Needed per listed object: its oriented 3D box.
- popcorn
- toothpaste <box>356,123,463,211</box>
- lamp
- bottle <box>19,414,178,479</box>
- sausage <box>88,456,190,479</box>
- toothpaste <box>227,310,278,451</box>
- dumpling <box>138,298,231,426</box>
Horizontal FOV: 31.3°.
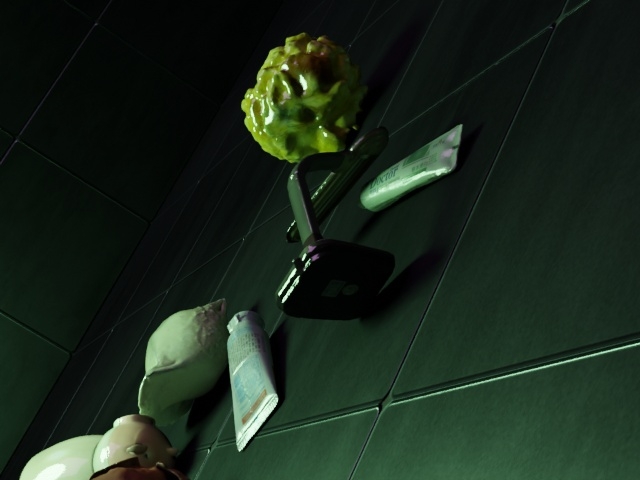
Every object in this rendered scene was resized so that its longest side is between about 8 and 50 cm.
[{"bbox_3d":[-0.022,-0.232,1.906,0.218,0.189,0.169,-59,5,16],"label":"popcorn"},{"bbox_3d":[0.106,-0.078,1.394,0.218,0.041,0.064,-30,40,56],"label":"toothpaste"},{"bbox_3d":[-0.006,-0.004,1.364,0.283,0.124,0.203,-89,24,-50],"label":"lamp"},{"bbox_3d":[-0.305,0.336,1.634,0.236,0.147,0.147,-29,26,29],"label":"bottle"},{"bbox_3d":[-0.233,0.374,1.302,0.152,0.152,0.279,-45,19,40],"label":"sausage"},{"bbox_3d":[-0.090,0.171,1.483,0.089,0.057,0.234,-54,20,19],"label":"toothpaste"},{"bbox_3d":[-0.199,0.185,1.719,0.216,0.126,0.166,-90,8,-51],"label":"dumpling"}]
